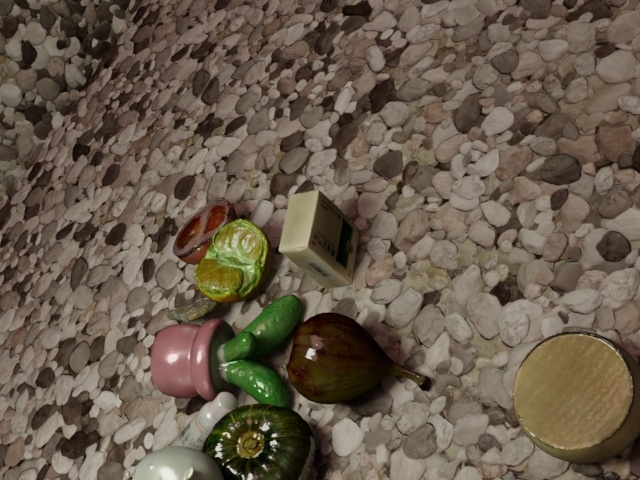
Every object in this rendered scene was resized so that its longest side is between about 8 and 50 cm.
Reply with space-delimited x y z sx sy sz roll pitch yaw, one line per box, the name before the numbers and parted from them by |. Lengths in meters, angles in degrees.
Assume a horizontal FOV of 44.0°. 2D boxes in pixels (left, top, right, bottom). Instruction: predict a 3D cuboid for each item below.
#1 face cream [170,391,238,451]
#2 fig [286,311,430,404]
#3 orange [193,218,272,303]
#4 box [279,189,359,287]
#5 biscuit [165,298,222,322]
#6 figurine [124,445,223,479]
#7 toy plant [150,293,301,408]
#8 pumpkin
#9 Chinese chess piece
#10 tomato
face cream | -0.286 0.464 1.937 0.269 0.082 0.082 -53 39 32
fig | 0.092 0.288 1.794 0.321 0.217 0.216 15 69 12
orange | -0.227 0.068 2.164 0.179 0.158 0.237 16 72 27
box | 0.000 0.000 1.996 0.095 0.212 0.168 -7 58 33
biscuit | -0.342 0.190 2.196 0.133 0.032 0.250 -21 5 -23
figurine | -0.293 0.589 1.552 0.274 0.227 0.394 116 163 -50
toy plant | -0.238 0.278 2.009 0.356 0.210 0.316 -7 56 19
pumpkin | -0.141 0.498 1.808 0.261 0.189 0.260 -4 57 7
Chinese chess piece | 0.489 0.295 1.507 0.250 0.103 0.249 -19 53 27
tomato | -0.316 -0.015 2.322 0.228 0.112 0.199 -26 37 27
